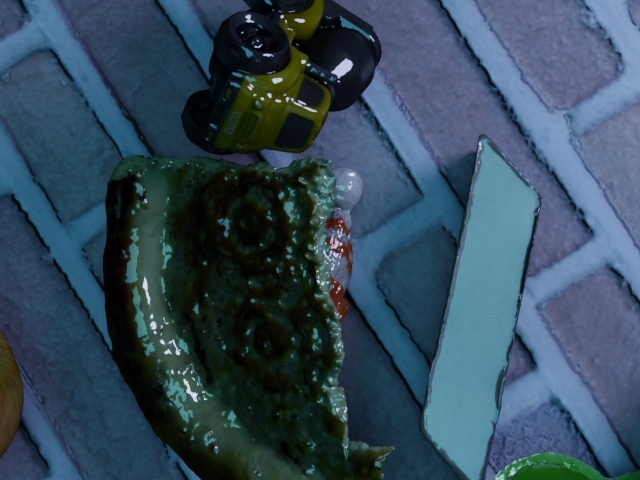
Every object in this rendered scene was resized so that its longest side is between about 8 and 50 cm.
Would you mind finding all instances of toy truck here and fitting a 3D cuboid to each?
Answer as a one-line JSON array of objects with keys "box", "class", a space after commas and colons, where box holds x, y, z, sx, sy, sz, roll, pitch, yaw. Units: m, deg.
[{"box": [-0.030, -0.168, 1.284, 0.165, 0.224, 0.147, 24, 131, -6], "class": "toy truck"}]

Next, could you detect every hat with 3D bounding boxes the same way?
[{"box": [0.000, 0.000, 1.343, 0.112, 0.093, 0.162, 24, 70, -5], "class": "hat"}]

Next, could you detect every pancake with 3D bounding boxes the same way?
[{"box": [-0.089, 0.100, 1.284, 0.305, 0.067, 0.426, -14, 85, 33], "class": "pancake"}]

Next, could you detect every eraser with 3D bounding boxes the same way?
[{"box": [0.160, 0.074, 1.303, 0.077, 0.111, 0.352, 11, 87, 4], "class": "eraser"}]

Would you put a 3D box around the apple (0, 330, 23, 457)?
[{"box": [-0.441, 0.155, 1.272, 0.265, 0.264, 0.264, 0, 87, 4], "class": "apple"}]

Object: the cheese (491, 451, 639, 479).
[{"box": [0.263, 0.299, 1.253, 0.321, 0.083, 0.203, -12, 83, -30], "class": "cheese"}]
